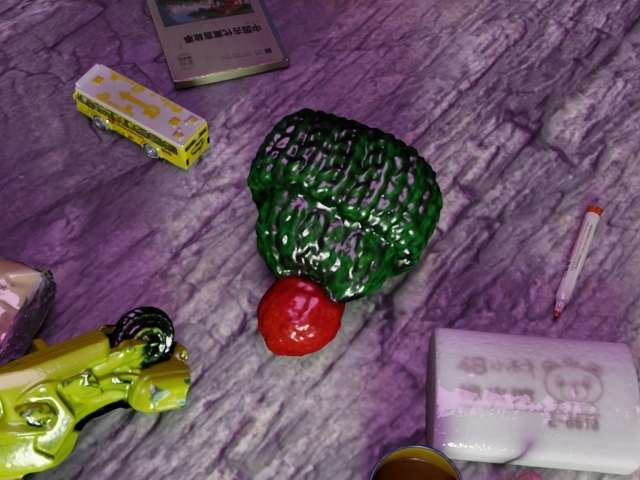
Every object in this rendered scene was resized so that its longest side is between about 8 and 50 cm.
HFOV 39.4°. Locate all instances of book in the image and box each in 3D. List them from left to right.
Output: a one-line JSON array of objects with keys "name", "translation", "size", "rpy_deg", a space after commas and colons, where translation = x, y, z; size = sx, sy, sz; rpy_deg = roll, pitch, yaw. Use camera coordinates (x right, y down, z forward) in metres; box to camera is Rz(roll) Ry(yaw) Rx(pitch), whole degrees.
[{"name": "book", "translation": [-0.194, -0.394, 1.608], "size": [0.215, 0.025, 0.283], "rpy_deg": [-15, 57, -14]}]

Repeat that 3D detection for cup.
[{"name": "cup", "translation": [0.110, 0.341, 1.075], "size": [0.113, 0.138, 0.150], "rpy_deg": [-5, 57, -6]}]

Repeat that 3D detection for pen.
[{"name": "pen", "translation": [0.388, 0.032, 1.360], "size": [0.026, 0.026, 0.218], "rpy_deg": [23, 59, 11]}]

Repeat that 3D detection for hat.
[{"name": "hat", "translation": [0.000, 0.000, 1.249], "size": [0.274, 0.242, 0.332], "rpy_deg": [18, 70, 23]}]

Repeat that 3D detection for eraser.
[{"name": "eraser", "translation": [0.280, 0.212, 1.198], "size": [0.270, 0.095, 0.174], "rpy_deg": [5, 59, 1]}]

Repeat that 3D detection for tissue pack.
[{"name": "tissue pack", "translation": [-0.517, 0.103, 1.195], "size": [0.256, 0.123, 0.215], "rpy_deg": [17, 65, 4]}]

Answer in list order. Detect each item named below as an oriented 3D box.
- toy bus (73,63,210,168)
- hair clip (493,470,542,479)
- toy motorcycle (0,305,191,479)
[{"name": "toy bus", "translation": [-0.290, -0.197, 1.443], "size": [0.226, 0.074, 0.081], "rpy_deg": [31, 61, 15]}, {"name": "hair clip", "translation": [0.217, 0.357, 1.092], "size": [0.138, 0.123, 0.102], "rpy_deg": [-24, 81, -22]}, {"name": "toy motorcycle", "translation": [-0.323, 0.210, 1.120], "size": [0.342, 0.206, 0.142], "rpy_deg": [-18, 39, -30]}]
